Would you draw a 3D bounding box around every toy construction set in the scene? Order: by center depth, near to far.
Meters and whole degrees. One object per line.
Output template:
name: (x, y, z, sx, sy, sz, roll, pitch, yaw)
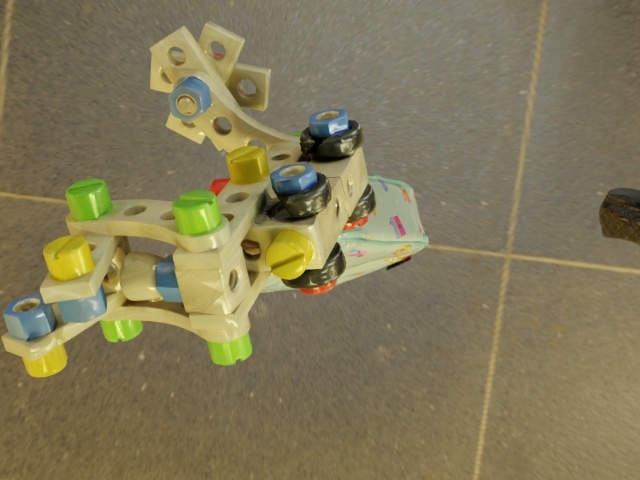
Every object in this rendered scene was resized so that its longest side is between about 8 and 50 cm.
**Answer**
toy construction set: (-0.082, -0.031, 0.830, 0.215, 0.328, 0.151, -4, 131, 18)

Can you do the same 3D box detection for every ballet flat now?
ballet flat: (0.304, 0.002, 0.960, 0.057, 0.173, 0.049, -14, 118, -19)

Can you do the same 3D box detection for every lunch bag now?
lunch bag: (0.000, 0.000, 1.480, 0.224, 0.279, 0.108, -25, 75, 29)
